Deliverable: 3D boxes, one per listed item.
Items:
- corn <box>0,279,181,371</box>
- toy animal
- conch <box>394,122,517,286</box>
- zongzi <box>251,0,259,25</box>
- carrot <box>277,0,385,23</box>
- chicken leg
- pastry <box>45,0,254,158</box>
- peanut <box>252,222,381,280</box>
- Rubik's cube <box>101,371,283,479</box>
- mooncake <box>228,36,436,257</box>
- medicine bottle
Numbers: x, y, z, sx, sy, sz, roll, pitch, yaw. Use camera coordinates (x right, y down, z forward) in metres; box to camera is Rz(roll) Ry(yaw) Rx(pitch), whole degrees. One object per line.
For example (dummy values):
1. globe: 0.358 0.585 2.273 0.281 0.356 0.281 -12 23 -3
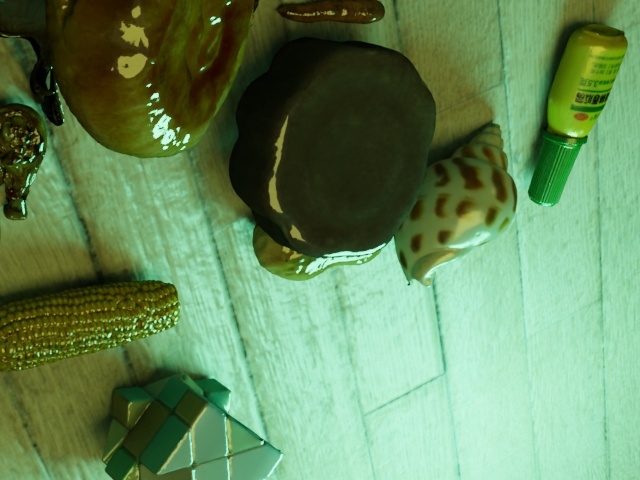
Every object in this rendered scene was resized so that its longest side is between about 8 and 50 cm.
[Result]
1. corn: -0.341 0.115 1.943 0.310 0.101 0.101 -12 128 -24
2. toy animal: -0.323 -0.247 1.637 0.160 0.197 0.272 -45 130 -1
3. conch: 0.212 -0.059 2.153 0.275 0.183 0.149 -40 109 -24
4. zongzi: -0.109 -0.297 1.839 0.073 0.067 0.083 -52 154 -7
5. carrot: 0.017 -0.314 1.912 0.165 0.036 0.036 -4 124 -28
6. chicken leg: -0.392 -0.094 1.783 0.093 0.070 0.178 -41 156 -40
7. pastry: -0.184 -0.262 1.590 0.356 0.164 0.356 16 90 -76
8. peanut: 0.000 0.000 2.086 0.236 0.110 0.120 -5 104 -40
9. Rubik's cube: -0.199 0.321 2.125 0.265 0.213 0.224 42 79 -34
10. mooncake: 0.013 -0.129 1.917 0.306 0.154 0.306 -10 109 -29
11. medicine bottle: 0.399 -0.196 2.225 0.111 0.076 0.309 -3 124 -31
